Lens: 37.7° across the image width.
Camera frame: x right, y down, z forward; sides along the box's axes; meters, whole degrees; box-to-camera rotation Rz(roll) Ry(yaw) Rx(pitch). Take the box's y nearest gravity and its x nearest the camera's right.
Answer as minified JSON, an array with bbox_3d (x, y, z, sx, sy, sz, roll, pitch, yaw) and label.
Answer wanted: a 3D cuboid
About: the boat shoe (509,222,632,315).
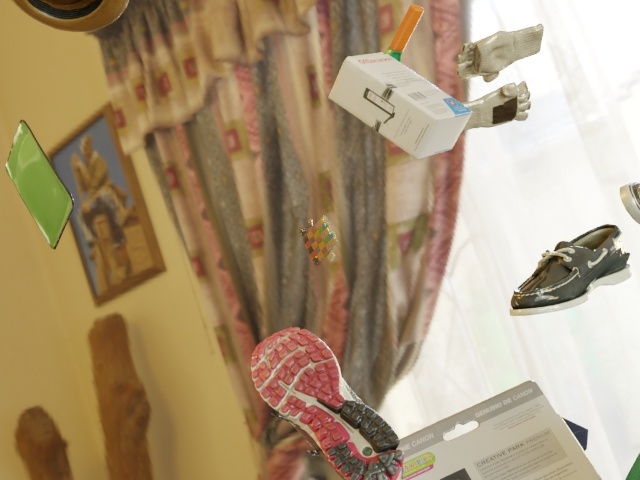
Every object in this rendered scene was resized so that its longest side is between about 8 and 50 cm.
[{"bbox_3d":[0.382,0.044,1.454,0.114,0.091,0.302,-6,8,40],"label":"boat shoe"}]

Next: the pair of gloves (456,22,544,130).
[{"bbox_3d":[0.368,-0.331,1.954,0.204,0.042,0.240,-14,-45,-21],"label":"pair of gloves"}]

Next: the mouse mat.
[{"bbox_3d":[-0.483,-0.094,1.604,0.007,0.189,0.152,-20,-20,-40],"label":"mouse mat"}]

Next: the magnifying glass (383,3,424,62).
[{"bbox_3d":[0.133,-0.346,1.790,0.092,0.026,0.231,2,-46,-33],"label":"magnifying glass"}]

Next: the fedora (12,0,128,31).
[{"bbox_3d":[-0.342,-0.373,1.270,0.194,0.079,0.194,3,-37,2],"label":"fedora"}]

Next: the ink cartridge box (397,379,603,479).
[{"bbox_3d":[0.263,0.404,1.441,0.309,0.272,0.130,-21,-32,-12],"label":"ink cartridge box"}]

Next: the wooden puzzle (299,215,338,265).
[{"bbox_3d":[0.000,0.000,1.261,0.006,0.083,0.049,16,-54,-41],"label":"wooden puzzle"}]

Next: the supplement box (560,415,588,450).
[{"bbox_3d":[0.463,0.394,1.821,0.056,0.083,0.083,-59,-7,-55],"label":"supplement box"}]

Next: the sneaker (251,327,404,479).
[{"bbox_3d":[0.003,0.250,1.340,0.121,0.299,0.112,-33,-32,-13],"label":"sneaker"}]

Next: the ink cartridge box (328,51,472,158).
[{"bbox_3d":[0.139,-0.239,1.638,0.148,0.203,0.086,-20,-37,-54],"label":"ink cartridge box"}]

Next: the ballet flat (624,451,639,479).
[{"bbox_3d":[0.491,0.259,1.257,0.096,0.280,0.095,16,17,-8],"label":"ballet flat"}]

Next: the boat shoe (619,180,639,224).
[{"bbox_3d":[0.583,-0.074,1.600,0.219,0.077,0.070,-1,-24,-48],"label":"boat shoe"}]
